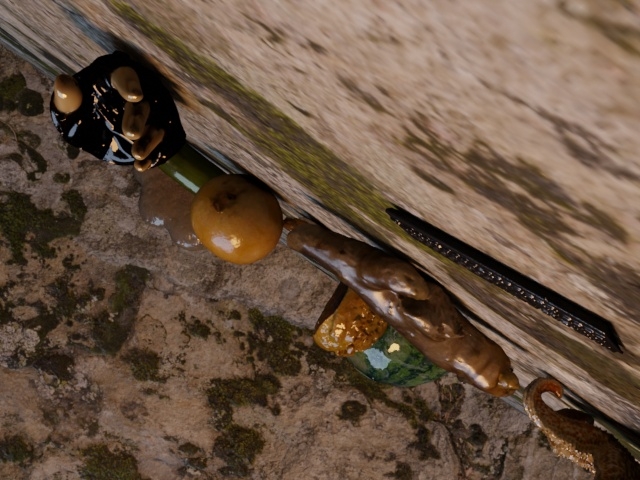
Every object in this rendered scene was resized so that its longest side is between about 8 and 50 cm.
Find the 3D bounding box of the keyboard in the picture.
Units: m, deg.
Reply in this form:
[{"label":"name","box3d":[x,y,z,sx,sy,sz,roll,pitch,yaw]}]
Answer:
[{"label":"keyboard","box3d":[0.133,0.027,0.564,0.198,0.010,0.064,33,177,38]}]

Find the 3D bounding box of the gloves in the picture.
[{"label":"gloves","box3d":[-0.211,-0.137,0.808,0.165,0.124,0.203,13,165,-29]}]

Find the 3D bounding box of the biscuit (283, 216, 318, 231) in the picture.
[{"label":"biscuit","box3d":[0.000,-0.001,1.219,0.138,0.031,0.205,31,175,-2]}]

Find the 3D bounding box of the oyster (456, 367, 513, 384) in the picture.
[{"label":"oyster","box3d":[0.238,0.185,1.216,0.129,0.078,0.345,43,-178,22]}]

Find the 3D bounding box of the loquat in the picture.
[{"label":"loquat","box3d":[-0.132,-0.034,1.179,0.163,0.137,0.163,22,164,7]}]

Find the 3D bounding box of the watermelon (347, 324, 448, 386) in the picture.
[{"label":"watermelon","box3d":[0.174,0.216,1.703,0.305,0.223,0.180,31,-141,21]}]

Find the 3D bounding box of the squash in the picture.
[{"label":"squash","box3d":[-0.248,-0.143,1.387,0.319,0.080,0.071,34,138,3]}]

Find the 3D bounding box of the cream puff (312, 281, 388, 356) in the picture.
[{"label":"cream puff","box3d":[0.073,0.151,1.493,0.130,0.189,0.189,31,176,2]}]

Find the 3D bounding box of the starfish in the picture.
[{"label":"starfish","box3d":[0.405,0.311,1.008,0.303,0.113,0.312,36,-174,29]}]

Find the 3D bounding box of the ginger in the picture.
[{"label":"ginger","box3d":[0.117,0.081,0.918,0.333,0.080,0.166,44,159,-18]}]

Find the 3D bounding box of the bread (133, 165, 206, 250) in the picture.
[{"label":"bread","box3d":[-0.282,-0.084,1.608,0.337,0.183,0.102,35,-176,22]}]
